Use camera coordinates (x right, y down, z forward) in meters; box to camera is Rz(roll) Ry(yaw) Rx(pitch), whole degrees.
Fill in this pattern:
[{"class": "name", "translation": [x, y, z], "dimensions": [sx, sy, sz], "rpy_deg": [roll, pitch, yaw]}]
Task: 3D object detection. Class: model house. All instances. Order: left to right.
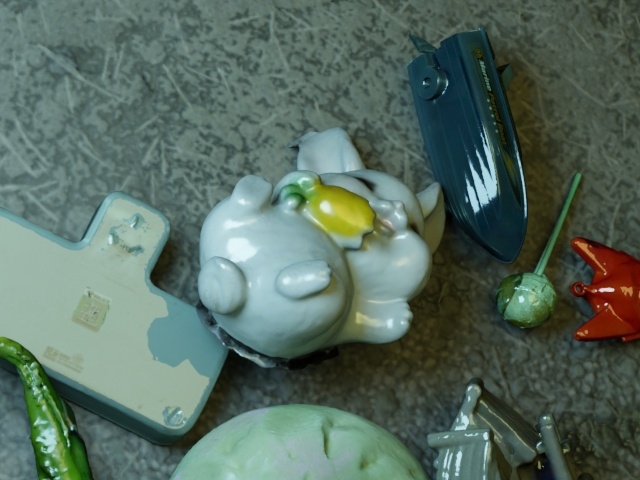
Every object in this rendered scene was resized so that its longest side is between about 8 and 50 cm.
[{"class": "model house", "translation": [0.170, 0.217, 1.798], "dimensions": [0.122, 0.229, 0.188], "rpy_deg": [-25, 92, 14]}]

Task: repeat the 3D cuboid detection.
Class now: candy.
[{"class": "candy", "translation": [0.228, 0.005, 1.986], "dimensions": [0.061, 0.061, 0.202], "rpy_deg": [30, 55, -6]}]

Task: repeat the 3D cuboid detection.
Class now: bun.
[{"class": "bun", "translation": [-0.004, 0.265, 1.726], "dimensions": [0.283, 0.179, 0.283], "rpy_deg": [8, 65, -16]}]

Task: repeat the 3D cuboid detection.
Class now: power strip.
[{"class": "power strip", "translation": [-0.204, 0.050, 1.806], "dimensions": [0.265, 0.059, 0.193], "rpy_deg": [28, 68, -7]}]

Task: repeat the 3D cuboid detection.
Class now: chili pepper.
[{"class": "chili pepper", "translation": [-0.221, 0.254, 1.710], "dimensions": [0.085, 0.076, 0.359], "rpy_deg": [-18, 83, -14]}]

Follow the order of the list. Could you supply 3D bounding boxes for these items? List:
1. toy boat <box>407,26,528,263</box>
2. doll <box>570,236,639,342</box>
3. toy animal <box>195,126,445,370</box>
[{"class": "toy boat", "translation": [0.157, -0.092, 1.969], "dimensions": [0.103, 0.093, 0.246], "rpy_deg": [1, 68, -42]}, {"class": "doll", "translation": [0.328, 0.059, 1.987], "dimensions": [0.169, 0.057, 0.109], "rpy_deg": [7, 68, -15]}, {"class": "toy animal", "translation": [0.004, 0.005, 1.830], "dimensions": [0.208, 0.154, 0.325], "rpy_deg": [31, 27, -1]}]
